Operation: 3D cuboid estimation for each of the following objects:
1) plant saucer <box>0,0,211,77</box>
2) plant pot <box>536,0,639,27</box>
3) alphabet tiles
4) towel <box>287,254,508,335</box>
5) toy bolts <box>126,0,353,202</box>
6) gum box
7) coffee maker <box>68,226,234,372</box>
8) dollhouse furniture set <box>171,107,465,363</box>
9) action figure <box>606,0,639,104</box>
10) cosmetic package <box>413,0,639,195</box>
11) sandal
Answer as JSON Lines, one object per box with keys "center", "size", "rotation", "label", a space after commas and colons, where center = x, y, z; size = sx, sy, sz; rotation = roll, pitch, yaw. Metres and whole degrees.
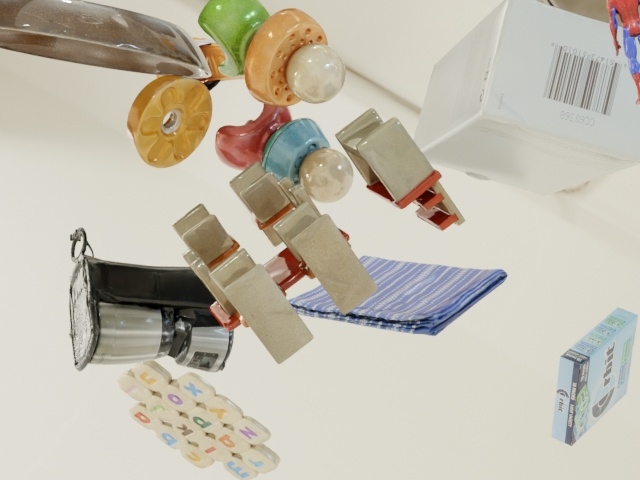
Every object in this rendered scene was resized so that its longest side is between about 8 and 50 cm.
{"center": [-0.273, -0.232, 1.381], "size": [0.310, 0.310, 0.050], "rotation": [-34, -48, -86], "label": "plant saucer"}
{"center": [0.486, -0.467, 2.014], "size": [0.280, 0.323, 0.323], "rotation": [-36, 1, 7], "label": "plant pot"}
{"center": [-0.202, 0.297, 2.030], "size": [0.278, 0.284, 0.021], "rotation": [-35, 19, 54], "label": "alphabet tiles"}
{"center": [0.134, 0.086, 2.185], "size": [0.243, 0.336, 0.040], "rotation": [-31, -63, -43], "label": "towel"}
{"center": [-0.061, -0.113, 1.292], "size": [0.218, 0.158, 0.228], "rotation": [-48, -34, -14], "label": "toy bolts"}
{"center": [0.436, 0.215, 1.958], "size": [0.184, 0.041, 0.157], "rotation": [-31, -48, -42], "label": "gum box"}
{"center": [-0.199, 0.070, 1.460], "size": [0.120, 0.178, 0.171], "rotation": [-21, 67, 62], "label": "coffee maker"}
{"center": [0.000, 0.000, 1.223], "size": [0.259, 0.135, 0.262], "rotation": [-37, 21, -6], "label": "dollhouse furniture set"}
{"center": [0.271, -0.176, 1.062], "size": [0.030, 0.038, 0.115], "rotation": [7, -111, -76], "label": "action figure"}
{"center": [0.268, -0.171, 1.581], "size": [0.385, 0.217, 0.156], "rotation": [167, 118, -80], "label": "cosmetic package"}
{"center": [-0.214, -0.319, 2.253], "size": [0.076, 0.265, 0.102], "rotation": [-50, -52, -47], "label": "sandal"}
